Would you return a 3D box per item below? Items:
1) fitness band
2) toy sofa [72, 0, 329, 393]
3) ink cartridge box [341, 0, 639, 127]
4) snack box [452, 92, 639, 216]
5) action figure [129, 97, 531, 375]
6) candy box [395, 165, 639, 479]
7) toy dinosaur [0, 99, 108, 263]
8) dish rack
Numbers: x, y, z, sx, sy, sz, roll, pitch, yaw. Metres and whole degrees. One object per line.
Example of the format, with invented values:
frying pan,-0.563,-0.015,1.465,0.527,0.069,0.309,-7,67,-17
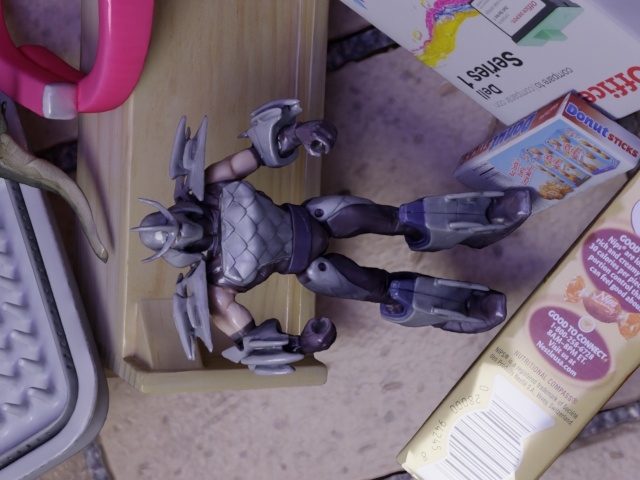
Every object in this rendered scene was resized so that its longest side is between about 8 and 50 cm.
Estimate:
fitness band,-0.197,-0.203,1.342,0.291,0.054,0.209,31,121,56
toy sofa,-0.086,-0.075,1.367,0.150,0.177,0.362,-1,98,-24
ink cartridge box,0.112,-0.196,1.205,0.278,0.201,0.117,35,69,-13
snack box,0.154,-0.054,1.281,0.064,0.178,0.022,33,70,-10
action figure,0.000,0.000,1.262,0.099,0.285,0.185,0,85,60
candy box,0.195,0.043,1.272,0.087,0.183,0.316,41,106,6
toy dinosaur,-0.255,-0.082,1.362,0.268,0.064,0.118,25,139,31
dish rack,-0.299,0.069,1.432,0.285,0.072,0.333,-31,61,17
